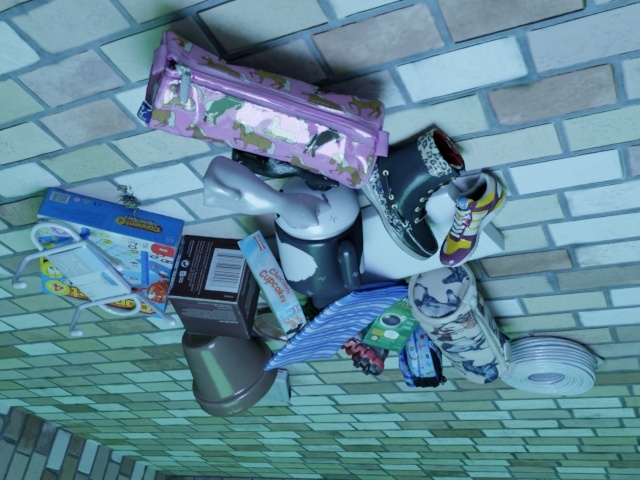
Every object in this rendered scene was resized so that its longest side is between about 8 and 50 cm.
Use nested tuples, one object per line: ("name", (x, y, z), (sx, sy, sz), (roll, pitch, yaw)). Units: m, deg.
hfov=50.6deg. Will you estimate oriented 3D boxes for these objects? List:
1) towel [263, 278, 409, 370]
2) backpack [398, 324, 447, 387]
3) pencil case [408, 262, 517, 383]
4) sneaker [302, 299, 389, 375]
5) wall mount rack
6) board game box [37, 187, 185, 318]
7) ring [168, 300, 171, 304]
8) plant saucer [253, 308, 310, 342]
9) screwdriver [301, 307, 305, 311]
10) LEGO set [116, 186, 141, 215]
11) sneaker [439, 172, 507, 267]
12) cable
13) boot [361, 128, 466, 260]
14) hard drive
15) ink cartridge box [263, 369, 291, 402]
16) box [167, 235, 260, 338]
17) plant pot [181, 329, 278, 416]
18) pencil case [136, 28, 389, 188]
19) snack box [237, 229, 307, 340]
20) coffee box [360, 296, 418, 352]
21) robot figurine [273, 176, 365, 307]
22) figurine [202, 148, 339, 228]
("towel", (0.045, 0.204, 1.592), (0.243, 0.040, 0.336), (-2, 144, -49))
("backpack", (0.265, 0.293, 1.798), (0.116, 0.158, 0.173), (-8, 143, 14))
("pencil case", (0.343, 0.199, 1.619), (0.183, 0.160, 0.410), (8, 152, 34))
("sneaker", (0.079, 0.234, 1.812), (0.276, 0.135, 0.097), (39, 156, -4))
("wall mount rack", (-0.491, 0.103, 1.509), (0.304, 0.131, 0.350), (-12, 137, 20))
("board game box", (-0.499, 0.040, 1.604), (0.308, 0.086, 0.302), (14, 138, -8))
("ring", (-0.544, 0.096, 1.806), (0.336, 0.032, 0.337), (6, 149, 4))
("plant saucer", (-0.092, 0.234, 1.909), (0.198, 0.036, 0.199), (6, 149, 4))
("screwdriver", (-0.059, 0.181, 1.835), (0.169, 0.024, 0.025), (22, 176, -9))
("LEGO set", (-0.417, -0.091, 1.483), (0.054, 0.023, 0.083), (12, 135, -9))
("sneaker", (0.269, -0.040, 1.260), (0.084, 0.186, 0.069), (39, 172, -39))
("cable", (0.621, 0.351, 1.865), (0.257, 0.089, 0.257), (-20, 138, 39))
("boot", (0.191, -0.079, 1.232), (0.178, 0.085, 0.236), (-24, 111, 38))
("hard drive", (0.177, -0.003, 1.446), (0.353, 0.047, 0.233), (-18, 139, 36))
("ink cartridge box", (-0.218, 0.494, 2.352), (0.223, 0.045, 0.223), (7, 148, 5))
("box", (-0.247, 0.115, 1.627), (0.166, 0.169, 0.203), (5, 148, 7))
("plant pot", (-0.287, 0.336, 1.958), (0.262, 0.263, 0.229), (-9, 127, 26))
("pencil case", (-0.084, -0.203, 1.082), (0.385, 0.167, 0.160), (16, 125, -13))
("snack box", (-0.097, 0.124, 1.544), (0.060, 0.187, 0.322), (-29, 158, -7))
("coffee box", (0.189, 0.199, 1.713), (0.113, 0.040, 0.184), (17, 124, -13))
("robot figurine", (-0.003, 0.000, 1.333), (0.209, 0.174, 0.278), (8, 130, 18))
("figurine", (-0.071, -0.102, 1.158), (0.209, 0.215, 0.092), (18, 127, 5))
